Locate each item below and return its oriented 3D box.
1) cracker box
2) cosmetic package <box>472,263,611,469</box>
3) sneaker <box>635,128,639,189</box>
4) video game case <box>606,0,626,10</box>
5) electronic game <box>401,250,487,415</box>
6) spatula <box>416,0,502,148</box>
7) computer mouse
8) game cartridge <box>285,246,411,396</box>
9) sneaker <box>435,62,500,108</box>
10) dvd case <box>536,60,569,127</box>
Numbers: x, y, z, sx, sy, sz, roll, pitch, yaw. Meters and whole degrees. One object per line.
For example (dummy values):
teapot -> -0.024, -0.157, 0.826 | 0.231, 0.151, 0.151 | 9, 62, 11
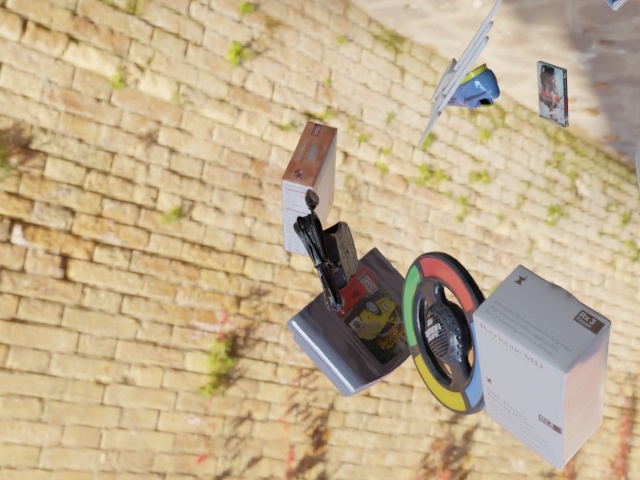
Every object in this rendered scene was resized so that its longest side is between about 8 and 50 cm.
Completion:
cracker box -> -0.022, -0.097, 1.763 | 0.067, 0.156, 0.232 | 16, 146, 9
cosmetic package -> 0.239, 0.142, 0.973 | 0.117, 0.085, 0.231 | 35, 159, 34
sneaker -> 0.673, -0.181, 1.514 | 0.236, 0.323, 0.130 | -11, 140, 41
video game case -> 0.647, -0.627, 1.915 | 0.023, 0.183, 0.201 | -8, 150, -52
electronic game -> 0.174, 0.127, 1.239 | 0.048, 0.229, 0.229 | -11, -179, -21
spatula -> 0.222, -0.277, 1.455 | 0.019, 0.168, 0.242 | 28, 140, -2
computer mouse -> 0.000, 0.000, 1.446 | 0.060, 0.184, 0.262 | -15, -165, 13
game cartridge -> 0.086, 0.149, 1.646 | 0.060, 0.196, 0.294 | -40, 179, 43
sneaker -> 0.298, -0.291, 1.830 | 0.082, 0.069, 0.209 | 56, 163, -4
dvd case -> 0.462, -0.292, 1.792 | 0.013, 0.119, 0.087 | -20, -151, -16
